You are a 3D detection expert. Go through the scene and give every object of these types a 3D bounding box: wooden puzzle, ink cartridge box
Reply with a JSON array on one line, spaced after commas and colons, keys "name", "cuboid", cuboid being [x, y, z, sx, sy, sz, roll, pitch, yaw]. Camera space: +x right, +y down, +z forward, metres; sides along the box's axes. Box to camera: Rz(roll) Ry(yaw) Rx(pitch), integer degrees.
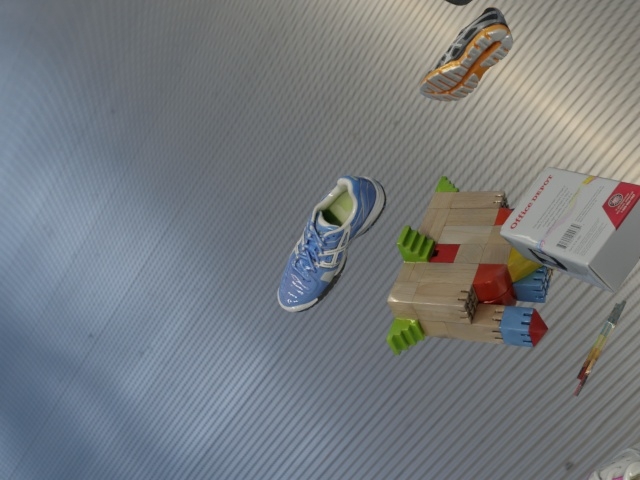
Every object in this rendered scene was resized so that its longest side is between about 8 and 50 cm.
[{"name": "wooden puzzle", "cuboid": [0.183, 0.067, 0.439, 0.006, 0.083, 0.049, 28, 115, 23]}, {"name": "ink cartridge box", "cuboid": [0.354, -0.021, 0.921, 0.127, 0.072, 0.175, -53, 28, -3]}]

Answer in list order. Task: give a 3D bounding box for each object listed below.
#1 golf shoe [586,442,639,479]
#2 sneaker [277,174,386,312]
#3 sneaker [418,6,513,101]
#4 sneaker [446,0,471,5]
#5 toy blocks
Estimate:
[{"name": "golf shoe", "cuboid": [0.247, 0.175, 0.443, 0.140, 0.306, 0.115, -12, 53, 6]}, {"name": "sneaker", "cuboid": [0.000, 0.000, 0.887, 0.080, 0.081, 0.211, 34, 97, 28]}, {"name": "sneaker", "cuboid": [0.254, -0.322, 1.187, 0.215, 0.084, 0.083, -34, 44, 49]}, {"name": "sneaker", "cuboid": [0.169, -0.462, 0.880, 0.163, 0.106, 0.281, -23, 108, 42]}, {"name": "toy blocks", "cuboid": [0.298, 0.040, 1.218, 0.261, 0.190, 0.381, 1, 46, 33]}]
